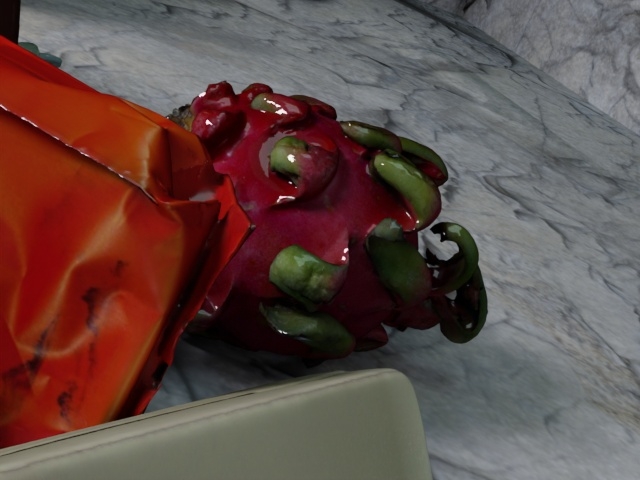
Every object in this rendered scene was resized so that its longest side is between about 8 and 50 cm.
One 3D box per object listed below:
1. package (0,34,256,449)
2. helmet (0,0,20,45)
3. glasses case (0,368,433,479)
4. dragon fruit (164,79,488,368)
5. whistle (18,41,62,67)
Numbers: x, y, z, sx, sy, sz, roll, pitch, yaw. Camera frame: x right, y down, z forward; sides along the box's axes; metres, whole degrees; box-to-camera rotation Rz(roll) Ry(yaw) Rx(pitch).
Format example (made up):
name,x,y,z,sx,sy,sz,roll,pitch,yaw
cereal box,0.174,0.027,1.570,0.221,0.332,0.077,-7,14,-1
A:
name,x,y,z,sx,sy,sz,roll,pitch,yaw
package,-0.233,-0.034,0.576,0.423,0.196,0.123,28,12,15
helmet,-0.368,-0.230,0.890,0.384,0.230,0.337,7,25,-39
glasses case,-0.058,0.132,0.440,0.070,0.131,0.313,-12,-4,34
dragon fruit,-0.005,-0.009,0.821,0.272,0.218,0.198,4,64,-56
whistle,-0.293,-0.177,1.131,0.035,0.035,0.100,38,22,33
